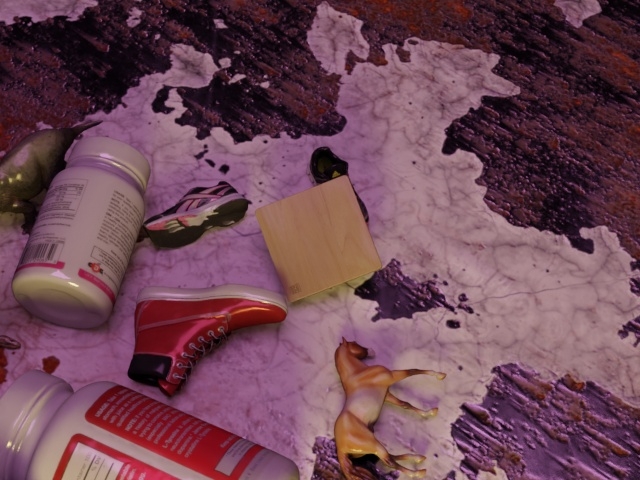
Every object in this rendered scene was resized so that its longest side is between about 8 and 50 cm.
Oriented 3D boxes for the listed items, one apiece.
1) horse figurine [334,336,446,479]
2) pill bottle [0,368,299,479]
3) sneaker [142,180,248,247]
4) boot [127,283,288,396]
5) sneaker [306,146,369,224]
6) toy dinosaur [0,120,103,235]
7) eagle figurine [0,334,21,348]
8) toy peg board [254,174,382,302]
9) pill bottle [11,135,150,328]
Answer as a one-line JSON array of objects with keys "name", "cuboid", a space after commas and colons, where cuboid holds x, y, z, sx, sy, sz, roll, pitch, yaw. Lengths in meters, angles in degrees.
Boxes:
[{"name": "horse figurine", "cuboid": [0.085, 0.267, 1.793, 0.175, 0.066, 0.263, 15, 56, 2]}, {"name": "pill bottle", "cuboid": [-0.253, 0.333, 1.649, 0.408, 0.229, 0.229, 22, 60, 13]}, {"name": "sneaker", "cuboid": [-0.214, -0.047, 1.997, 0.178, 0.072, 0.077, -17, 47, -21]}, {"name": "boot", "cuboid": [-0.172, 0.160, 1.848, 0.244, 0.088, 0.176, -3, 58, 7]}, {"name": "sneaker", "cuboid": [0.028, -0.092, 2.013, 0.063, 0.074, 0.170, -23, 61, -15]}, {"name": "toy dinosaur", "cuboid": [-0.476, -0.113, 1.970, 0.314, 0.160, 0.121, -31, 63, -18]}, {"name": "eagle figurine", "cuboid": [-0.591, 0.046, 1.787, 0.226, 0.298, 0.225, -19, 47, -25]}, {"name": "toy peg board", "cuboid": [0.000, 0.000, 1.942, 0.161, 0.079, 0.161, -21, 83, 4]}, {"name": "pill bottle", "cuboid": [-0.373, -0.017, 1.910, 0.160, 0.160, 0.283, 10, 58, 6]}]
